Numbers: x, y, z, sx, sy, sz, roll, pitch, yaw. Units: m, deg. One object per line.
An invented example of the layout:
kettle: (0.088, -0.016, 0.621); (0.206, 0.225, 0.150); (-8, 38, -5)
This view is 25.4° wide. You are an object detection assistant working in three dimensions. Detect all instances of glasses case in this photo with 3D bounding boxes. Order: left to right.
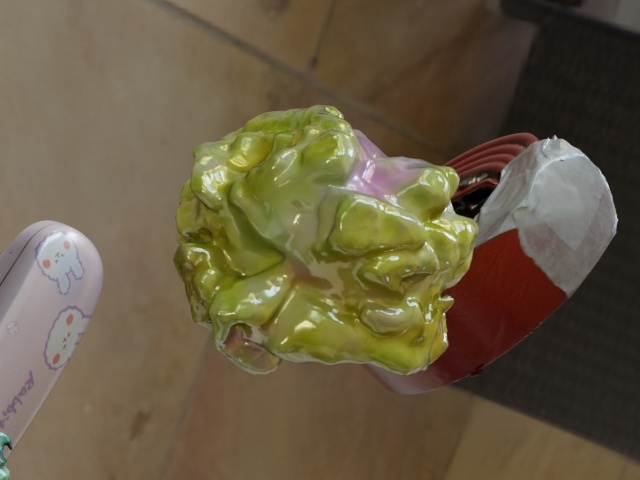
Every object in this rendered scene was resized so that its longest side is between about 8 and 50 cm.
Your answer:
glasses case: (-0.293, 0.117, 1.278); (0.297, 0.075, 0.113); (-60, 149, -18)

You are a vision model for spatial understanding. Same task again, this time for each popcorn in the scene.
popcorn: (0.000, 0.000, 0.666); (0.126, 0.145, 0.126); (-13, 110, -70)

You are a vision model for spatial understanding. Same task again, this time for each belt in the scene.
belt: (0.139, 0.023, 1.388); (0.115, 0.324, 0.227); (42, 40, -20)

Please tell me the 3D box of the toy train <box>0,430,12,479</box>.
toy train: (-0.168, 0.074, 0.583); (0.045, 0.092, 0.029); (-45, 176, -10)
